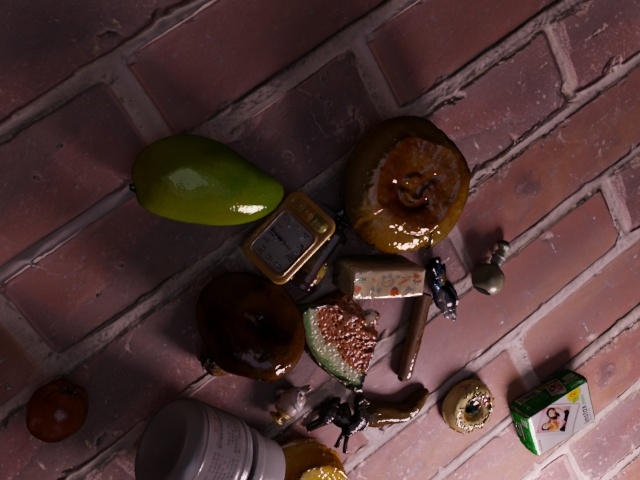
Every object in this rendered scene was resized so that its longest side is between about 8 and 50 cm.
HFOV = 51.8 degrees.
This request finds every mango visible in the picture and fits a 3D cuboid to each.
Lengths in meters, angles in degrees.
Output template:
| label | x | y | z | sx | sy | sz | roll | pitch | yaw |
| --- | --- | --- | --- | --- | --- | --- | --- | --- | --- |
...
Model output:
| label | x | y | z | sx | sy | sz | roll | pitch | yaw |
| --- | --- | --- | --- | --- | --- | --- | --- | --- | --- |
| mango | -0.242 | -0.127 | 1.457 | 0.342 | 0.156 | 0.192 | 9 | 112 | -27 |

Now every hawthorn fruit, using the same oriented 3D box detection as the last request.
| label | x | y | z | sx | sy | sz | roll | pitch | yaw |
| --- | --- | --- | --- | --- | --- | --- | --- | --- | --- |
| hawthorn fruit | -0.595 | 0.388 | 1.483 | 0.132 | 0.133 | 0.138 | 26 | 103 | -25 |

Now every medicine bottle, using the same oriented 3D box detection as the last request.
| label | x | y | z | sx | sy | sz | roll | pitch | yaw |
| --- | --- | --- | --- | --- | --- | --- | --- | --- | --- |
| medicine bottle | -0.260 | 0.535 | 1.589 | 0.306 | 0.245 | 0.245 | 34 | 91 | -35 |

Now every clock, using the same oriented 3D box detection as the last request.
| label | x | y | z | sx | sy | sz | roll | pitch | yaw |
| --- | --- | --- | --- | --- | --- | --- | --- | --- | --- |
| clock | -0.073 | -0.008 | 1.560 | 0.143 | 0.096 | 0.202 | 43 | 92 | -2 |

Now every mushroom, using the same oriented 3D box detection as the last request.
| label | x | y | z | sx | sy | sz | roll | pitch | yaw |
| --- | --- | --- | --- | --- | --- | --- | --- | --- | --- |
| mushroom | -0.173 | 0.199 | 1.562 | 0.267 | 0.254 | 0.268 | 2 | 85 | -29 |

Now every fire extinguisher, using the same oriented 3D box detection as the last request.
| label | x | y | z | sx | sy | sz | roll | pitch | yaw |
| --- | --- | --- | --- | --- | --- | --- | --- | --- | --- |
| fire extinguisher | 0.005 | 0.004 | 1.628 | 0.106 | 0.075 | 0.252 | 33 | 92 | -34 |

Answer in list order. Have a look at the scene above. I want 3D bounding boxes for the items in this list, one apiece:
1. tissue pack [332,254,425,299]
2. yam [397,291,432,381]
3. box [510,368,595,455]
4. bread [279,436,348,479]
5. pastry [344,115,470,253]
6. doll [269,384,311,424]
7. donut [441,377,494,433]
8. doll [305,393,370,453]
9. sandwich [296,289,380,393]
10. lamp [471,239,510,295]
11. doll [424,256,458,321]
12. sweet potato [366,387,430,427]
| label | x | y | z | sx | sy | sz | roll | pitch | yaw |
| --- | --- | --- | --- | --- | --- | --- | --- | --- | --- |
| tissue pack | 0.144 | 0.090 | 1.670 | 0.196 | 0.148 | 0.092 | -2 | 103 | -20 |
| yam | 0.259 | 0.269 | 1.821 | 0.046 | 0.046 | 0.264 | 6 | 103 | -22 |
| box | 0.719 | 0.528 | 2.042 | 0.250 | 0.103 | 0.180 | -26 | 113 | -12 |
| bread | -0.041 | 0.665 | 1.767 | 0.268 | 0.145 | 0.269 | -8 | 111 | -22 |
| pastry | 0.209 | -0.132 | 1.622 | 0.355 | 0.164 | 0.356 | -7 | 109 | -21 |
| doll | -0.081 | 0.413 | 1.723 | 0.084 | 0.073 | 0.127 | 44 | 89 | 6 |
| donut | 0.439 | 0.493 | 1.943 | 0.174 | 0.068 | 0.175 | -5 | 106 | -19 |
| doll | 0.059 | 0.480 | 1.784 | 0.139 | 0.057 | 0.165 | 34 | 83 | 1 |
| sandwich | 0.040 | 0.236 | 1.699 | 0.292 | 0.109 | 0.212 | 38 | 83 | -28 |
| lamp | 0.485 | 0.071 | 1.839 | 0.091 | 0.091 | 0.163 | 37 | 74 | -26 |
| doll | 0.338 | 0.140 | 1.800 | 0.096 | 0.070 | 0.195 | -45 | 118 | -45 |
| sweet potato | 0.211 | 0.478 | 1.857 | 0.232 | 0.062 | 0.081 | -8 | 107 | -22 |
